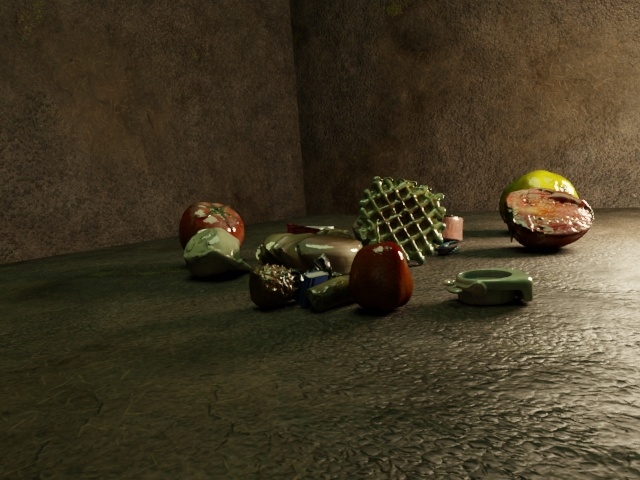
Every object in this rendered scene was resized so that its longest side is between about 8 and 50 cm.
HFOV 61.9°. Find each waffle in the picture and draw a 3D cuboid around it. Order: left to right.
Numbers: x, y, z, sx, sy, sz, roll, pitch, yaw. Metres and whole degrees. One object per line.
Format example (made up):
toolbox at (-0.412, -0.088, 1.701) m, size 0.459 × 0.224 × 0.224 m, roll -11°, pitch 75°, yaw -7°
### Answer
waffle at (0.272, -0.070, 1.800) m, size 0.309 × 0.292 × 0.056 m, roll 15°, pitch -15°, yaw -6°

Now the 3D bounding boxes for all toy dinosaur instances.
toy dinosaur at (0.462, 0.030, 1.958) m, size 0.080 × 0.045 × 0.197 m, roll -19°, pitch 3°, yaw -13°

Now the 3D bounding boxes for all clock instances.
clock at (0.387, 0.108, 1.251) m, size 0.190 × 0.062 × 0.151 m, roll -4°, pitch 7°, yaw 5°

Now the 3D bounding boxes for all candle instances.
candle at (0.440, -0.046, 2.304) m, size 0.316 × 0.132 × 0.287 m, roll 5°, pitch 0°, yaw 1°

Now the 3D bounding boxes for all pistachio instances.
pistachio at (-0.140, 0.038, 1.896) m, size 0.143 × 0.144 × 0.215 m, roll 0°, pitch 5°, yaw 32°

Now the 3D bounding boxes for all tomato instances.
tomato at (-0.443, -0.025, 2.162) m, size 0.264 × 0.265 × 0.265 m, roll -4°, pitch 7°, yaw 1°
tomato at (0.809, -0.054, 1.931) m, size 0.308 × 0.170 × 0.309 m, roll -4°, pitch 43°, yaw 4°

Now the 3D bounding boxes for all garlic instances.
garlic at (0.001, 0.039, 1.756) m, size 0.278 × 0.132 × 0.325 m, roll 1°, pitch 15°, yaw 27°

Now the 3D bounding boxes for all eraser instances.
eraser at (-0.018, 0.119, 1.315) m, size 0.063 × 0.085 × 0.027 m, roll -9°, pitch 28°, yaw -41°

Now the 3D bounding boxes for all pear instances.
pear at (0.935, -0.157, 2.346) m, size 0.287 × 0.288 × 0.375 m, roll -8°, pitch -7°, yaw -29°

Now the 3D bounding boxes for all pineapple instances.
pineapple at (-0.059, 0.104, 1.365) m, size 0.237 × 0.111 × 0.119 m, roll -7°, pitch -20°, yaw -27°

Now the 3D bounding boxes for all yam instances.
yam at (0.099, 0.115, 1.346) m, size 0.317 × 0.067 × 0.071 m, roll -11°, pitch 37°, yaw -37°

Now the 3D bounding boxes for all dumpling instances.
dumpling at (-0.359, 0.066, 1.898) m, size 0.242 × 0.187 × 0.318 m, roll 36°, pitch 0°, yaw -28°

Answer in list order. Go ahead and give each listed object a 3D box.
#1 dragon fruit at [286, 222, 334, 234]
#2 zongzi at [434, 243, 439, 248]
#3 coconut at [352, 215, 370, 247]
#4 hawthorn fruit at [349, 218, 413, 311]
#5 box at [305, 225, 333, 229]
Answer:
dragon fruit at (0.001, 0.011, 2.159) m, size 0.274 × 0.126 × 0.161 m, roll 9°, pitch 2°, yaw 26°
zongzi at (0.430, 0.022, 2.089) m, size 0.083 × 0.040 × 0.076 m, roll 6°, pitch -3°, yaw -15°
coconut at (0.224, -0.027, 1.920) m, size 0.235 × 0.236 × 0.204 m, roll -5°, pitch -6°, yaw -4°
hawthorn fruit at (0.139, 0.058, 1.232) m, size 0.162 × 0.204 × 0.162 m, roll -2°, pitch 8°, yaw 0°
box at (-0.045, -0.028, 2.641) m, size 0.135 × 0.081 × 0.199 m, roll -9°, pitch 10°, yaw -42°
